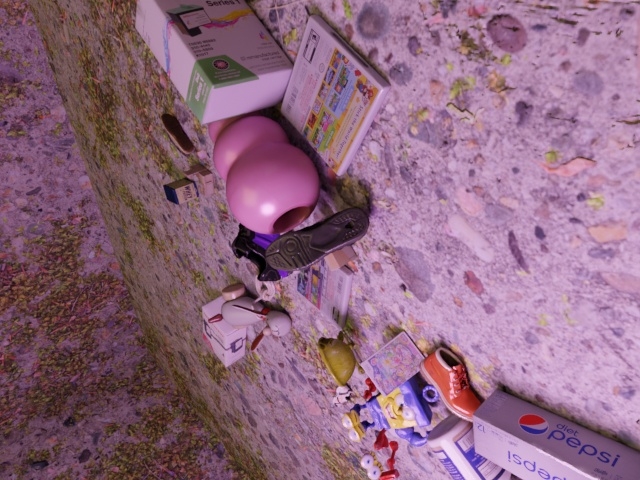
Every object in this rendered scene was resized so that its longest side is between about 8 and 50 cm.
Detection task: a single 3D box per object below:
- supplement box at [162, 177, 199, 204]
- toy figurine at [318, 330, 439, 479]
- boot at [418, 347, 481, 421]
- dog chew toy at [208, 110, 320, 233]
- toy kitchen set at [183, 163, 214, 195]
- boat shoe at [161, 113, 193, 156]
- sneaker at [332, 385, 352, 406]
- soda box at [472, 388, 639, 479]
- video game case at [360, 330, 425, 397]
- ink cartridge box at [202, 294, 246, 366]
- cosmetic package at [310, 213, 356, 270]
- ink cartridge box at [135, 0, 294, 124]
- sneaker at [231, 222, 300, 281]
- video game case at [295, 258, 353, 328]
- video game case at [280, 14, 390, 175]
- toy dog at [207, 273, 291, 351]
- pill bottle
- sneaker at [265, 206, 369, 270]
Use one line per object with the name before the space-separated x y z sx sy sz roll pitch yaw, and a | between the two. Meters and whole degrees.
supplement box | -0.478 -0.170 1.541 0.083 0.083 0.056 23 130 43
toy figurine | 0.172 0.351 1.057 0.217 0.191 0.362 -29 81 26
boot | 0.274 0.288 0.903 0.158 0.059 0.084 47 139 22
dog chew toy | -0.143 -0.178 1.000 0.331 0.207 0.206 58 147 19
toy kitchen set | -0.391 -0.188 1.426 0.083 0.068 0.075 35 138 34
boat shoe | -0.462 -0.332 1.428 0.152 0.056 0.049 57 141 6
sneaker | 0.065 0.463 1.317 0.044 0.040 0.109 38 140 28
soda box | 0.405 0.365 0.749 0.287 0.091 0.097 14 123 47
video game case | 0.161 0.269 0.982 0.087 0.122 0.011 53 171 13
ink cartridge box | -0.381 0.359 1.777 0.172 0.100 0.237 42 142 26
cosmetic package | 0.027 0.005 1.021 0.115 0.060 0.041 60 148 0
ink cartridge box | -0.219 -0.400 0.927 0.278 0.202 0.117 55 145 10
sneaker | -0.170 -0.025 1.161 0.293 0.146 0.102 64 153 7
video game case | 0.004 0.108 1.159 0.183 0.023 0.201 37 140 32
video game case | 0.016 -0.271 0.868 0.206 0.026 0.227 51 144 16
toy dog | -0.253 0.252 1.476 0.334 0.161 0.220 -22 95 56
pill bottle | 0.317 0.454 0.913 0.186 0.112 0.112 53 146 12
sneaker | 0.000 0.000 0.949 0.087 0.228 0.130 65 -169 5
